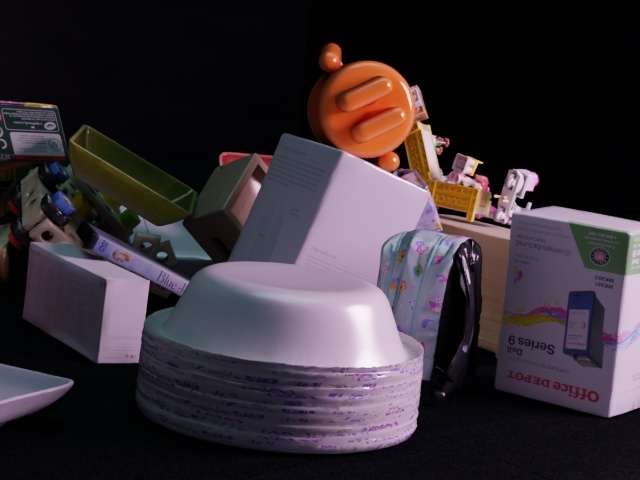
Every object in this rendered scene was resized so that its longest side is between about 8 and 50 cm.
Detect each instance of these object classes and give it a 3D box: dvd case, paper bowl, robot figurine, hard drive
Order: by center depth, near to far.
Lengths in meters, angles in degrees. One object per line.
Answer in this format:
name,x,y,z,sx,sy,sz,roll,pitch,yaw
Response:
paper bowl,-0.037,0.107,1.601,0.284,0.148,0.284,7,8,-1
dvd case,-0.182,0.049,1.986,0.253,0.022,0.180,28,0,-14
robot figurine,0.050,-0.172,2.090,0.158,0.128,0.219,26,-1,-9
hard drive,-0.135,-0.002,2.487,0.353,0.047,0.233,4,24,-18

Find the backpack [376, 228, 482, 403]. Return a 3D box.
backpack,0.120,0.079,1.786,0.115,0.182,0.152,8,9,15

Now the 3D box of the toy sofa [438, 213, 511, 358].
toy sofa,0.205,0.055,2.148,0.177,0.150,0.363,6,6,-37

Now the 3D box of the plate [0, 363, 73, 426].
plate,-0.409,0.142,1.437,0.277,0.045,0.278,10,9,22

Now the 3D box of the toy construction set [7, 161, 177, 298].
toy construction set,-0.322,-0.005,2.212,0.215,0.151,0.328,47,-5,-27

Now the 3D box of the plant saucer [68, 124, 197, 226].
plant saucer,-0.262,-0.082,2.186,0.188,0.045,0.188,31,9,-7

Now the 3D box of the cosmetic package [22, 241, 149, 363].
cosmetic package,-0.276,0.069,1.871,0.060,0.098,0.239,1,10,-31

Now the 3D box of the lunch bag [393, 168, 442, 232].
lunch bag,0.118,-0.048,2.084,0.053,0.071,0.083,-22,28,-1

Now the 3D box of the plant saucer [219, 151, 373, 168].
plant saucer,-0.022,-0.014,2.414,0.259,0.047,0.259,4,49,-15

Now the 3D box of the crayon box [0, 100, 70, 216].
crayon box,-0.598,-0.094,2.299,0.363,0.106,0.313,-1,-22,-41

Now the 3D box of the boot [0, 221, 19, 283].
boot,-0.500,0.013,2.207,0.165,0.077,0.213,3,8,-5

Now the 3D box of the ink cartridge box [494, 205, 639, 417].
ink cartridge box,0.292,0.079,1.815,0.154,0.212,0.093,13,14,37

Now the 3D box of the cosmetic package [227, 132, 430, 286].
cosmetic package,0.000,0.000,2.022,0.138,0.224,0.224,22,2,-22

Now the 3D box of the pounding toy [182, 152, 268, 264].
pounding toy,-0.109,0.017,2.261,0.094,0.181,0.206,-17,32,38

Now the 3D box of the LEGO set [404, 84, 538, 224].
LEGO set,0.199,-0.100,2.282,0.107,0.132,0.287,12,24,-44

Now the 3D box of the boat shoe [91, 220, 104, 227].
boat shoe,-0.326,-0.019,2.602,0.070,0.078,0.219,49,24,8
